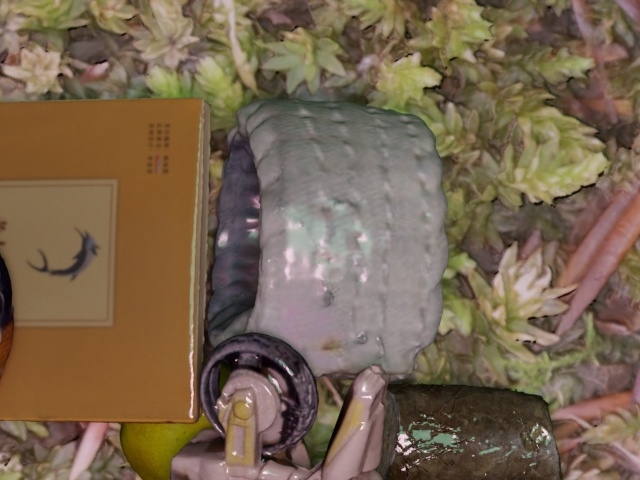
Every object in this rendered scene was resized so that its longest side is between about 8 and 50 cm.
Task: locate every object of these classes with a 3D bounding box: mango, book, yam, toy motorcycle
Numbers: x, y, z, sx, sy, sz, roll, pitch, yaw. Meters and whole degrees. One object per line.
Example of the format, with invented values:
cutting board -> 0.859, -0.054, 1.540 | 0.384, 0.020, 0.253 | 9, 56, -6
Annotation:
mango -> -0.094, 0.166, 1.384 | 0.163, 0.089, 0.117 | 43, 82, 1
book -> -0.283, 0.014, 1.369 | 0.389, 0.032, 0.269 | 1, 81, 7
yam -> 0.119, 0.171, 1.409 | 0.183, 0.107, 0.107 | 2, 80, -10
toy motorcycle -> -0.018, 0.240, 1.296 | 0.223, 0.108, 0.340 | 16, 113, 18

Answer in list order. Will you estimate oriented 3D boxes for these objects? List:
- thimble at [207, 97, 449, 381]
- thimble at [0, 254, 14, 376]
thimble -> 0.000, 0.000, 1.360 | 0.172, 0.205, 0.250 | 5, 55, -12
thimble -> -0.362, 0.056, 1.281 | 0.237, 0.150, 0.237 | -1, 82, 10
